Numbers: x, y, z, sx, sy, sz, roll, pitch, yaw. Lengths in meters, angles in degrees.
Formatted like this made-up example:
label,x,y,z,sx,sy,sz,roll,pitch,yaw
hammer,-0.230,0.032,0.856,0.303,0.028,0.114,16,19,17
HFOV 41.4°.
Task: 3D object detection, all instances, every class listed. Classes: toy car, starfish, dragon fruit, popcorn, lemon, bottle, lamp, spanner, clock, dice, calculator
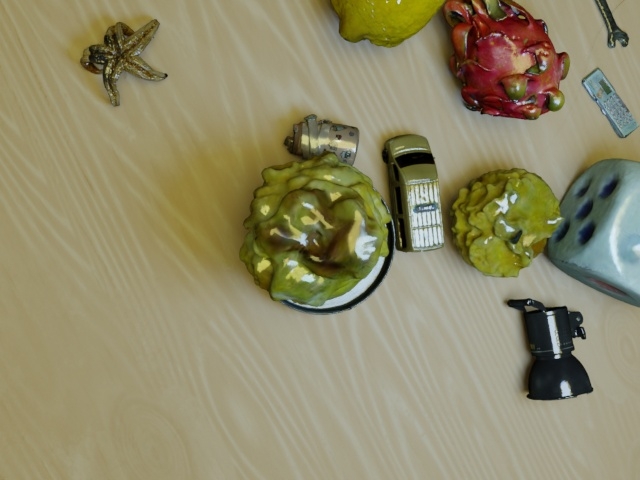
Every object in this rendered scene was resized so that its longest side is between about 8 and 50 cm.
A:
label,x,y,z,sx,sy,sz,roll,pitch,yaw
toy car,0.205,-0.102,1.826,0.101,0.124,0.256,-8,96,-11
starfish,-0.386,-0.373,1.726,0.190,0.074,0.146,-45,94,-7
dragon fruit,0.382,-0.384,1.792,0.307,0.227,0.243,21,85,-9
popcorn,0.401,-0.039,1.819,0.249,0.225,0.249,0,90,-15
lemon,0.142,-0.538,1.727,0.245,0.245,0.319,34,91,-11
bottle,0.001,-0.211,1.798,0.152,0.099,0.098,11,91,-8
lamp,0.529,0.234,1.914,0.172,0.147,0.227,-7,87,-23
spanner,0.639,-0.554,1.935,0.054,0.015,0.254,-28,98,-8
popcorn,-0.012,-0.029,1.647,0.312,0.312,0.312,-1,94,-11
clock,0.001,-0.001,1.824,0.319,0.066,0.318,-1,94,-11
dice,0.684,-0.011,1.852,0.268,0.265,0.262,28,88,-10
calculator,0.671,-0.315,1.956,0.057,0.018,0.172,-39,98,-8
